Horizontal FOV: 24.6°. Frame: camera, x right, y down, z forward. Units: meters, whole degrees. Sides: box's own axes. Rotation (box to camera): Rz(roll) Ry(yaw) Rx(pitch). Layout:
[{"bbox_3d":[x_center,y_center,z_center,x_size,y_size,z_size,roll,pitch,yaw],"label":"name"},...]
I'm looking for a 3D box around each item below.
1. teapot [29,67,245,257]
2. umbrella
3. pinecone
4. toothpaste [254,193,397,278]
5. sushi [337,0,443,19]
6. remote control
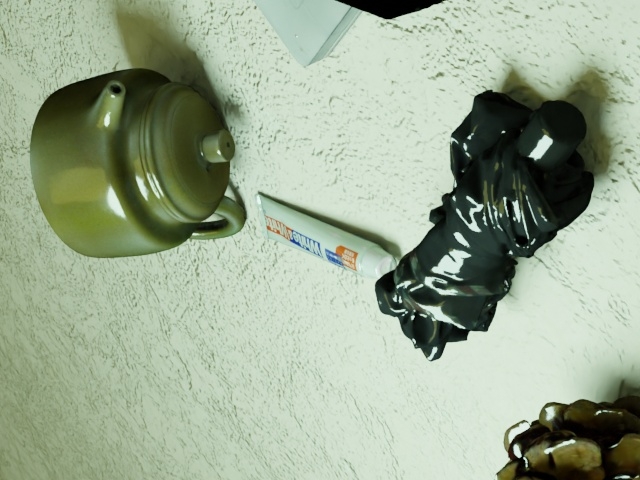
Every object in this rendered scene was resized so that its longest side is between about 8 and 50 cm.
[{"bbox_3d":[-0.160,-0.074,1.465,0.175,0.185,0.267,-7,148,28],"label":"teapot"},{"bbox_3d":[0.128,-0.016,1.134,0.110,0.122,0.272,14,143,-9],"label":"umbrella"},{"bbox_3d":[0.209,0.221,1.126,0.184,0.204,0.179,-19,105,44],"label":"pinecone"},{"bbox_3d":[0.000,0.000,1.418,0.218,0.033,0.052,23,131,53],"label":"toothpaste"},{"bbox_3d":[0.100,-0.264,0.825,0.215,0.212,0.227,-27,52,59],"label":"sushi"},{"bbox_3d":[0.010,-0.235,1.173,0.103,0.034,0.250,55,151,7],"label":"remote control"}]
